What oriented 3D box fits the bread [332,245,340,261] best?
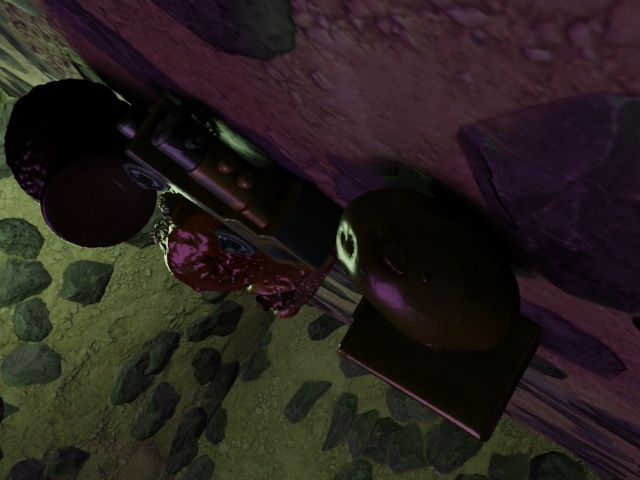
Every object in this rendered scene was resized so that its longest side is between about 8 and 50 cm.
[{"bbox_3d":[0.064,0.020,1.080,0.113,0.060,0.082,34,169,-17],"label":"bread"}]

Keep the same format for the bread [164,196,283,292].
[{"bbox_3d":[-0.200,-0.003,1.240,0.268,0.268,0.145,41,-153,-44],"label":"bread"}]

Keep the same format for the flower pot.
[{"bbox_3d":[-0.431,-0.135,1.115,0.266,0.266,0.267,41,-175,-45],"label":"flower pot"}]

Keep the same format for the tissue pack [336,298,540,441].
[{"bbox_3d":[0.204,0.184,1.034,0.275,0.200,0.167,28,172,25],"label":"tissue pack"}]

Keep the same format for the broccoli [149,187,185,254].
[{"bbox_3d":[-0.307,-0.039,1.542,0.260,0.235,0.288,30,135,4],"label":"broccoli"}]

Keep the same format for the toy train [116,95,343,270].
[{"bbox_3d":[-0.158,-0.095,0.983,0.369,0.150,0.237,37,161,-30],"label":"toy train"}]

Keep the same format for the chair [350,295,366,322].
[{"bbox_3d":[0.213,0.184,1.212,0.270,0.136,0.147,41,167,-37],"label":"chair"}]

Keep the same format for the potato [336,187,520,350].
[{"bbox_3d":[0.123,0.039,0.695,0.253,0.148,0.186,36,168,-19],"label":"potato"}]

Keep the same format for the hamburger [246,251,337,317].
[{"bbox_3d":[-0.099,0.082,1.507,0.162,0.209,0.330,36,169,-23],"label":"hamburger"}]
